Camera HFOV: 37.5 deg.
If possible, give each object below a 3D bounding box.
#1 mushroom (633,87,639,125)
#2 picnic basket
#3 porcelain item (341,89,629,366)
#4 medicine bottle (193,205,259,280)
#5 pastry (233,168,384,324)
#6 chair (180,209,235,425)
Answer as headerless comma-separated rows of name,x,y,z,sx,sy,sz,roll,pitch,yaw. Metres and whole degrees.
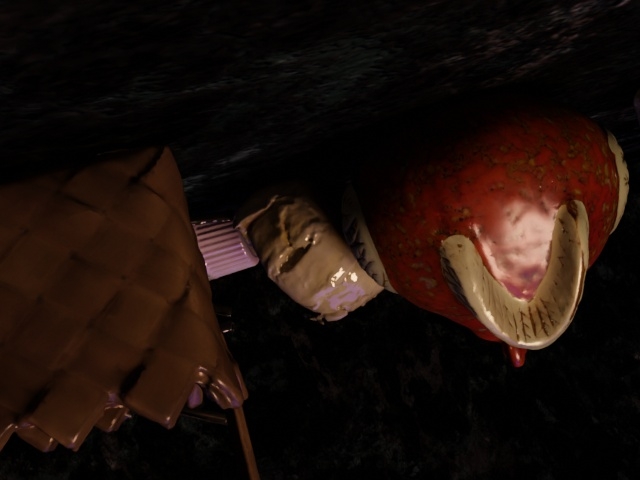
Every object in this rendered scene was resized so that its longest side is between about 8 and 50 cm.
mushroom,0.407,-0.133,0.986,0.096,0.099,0.278,-11,-176,41
picnic basket,-0.179,0.120,0.634,0.254,0.321,0.291,-11,174,-18
porcelain item,0.147,-0.001,0.804,0.253,0.253,0.253,-15,177,-1
medicine bottle,-0.167,0.020,1.000,0.203,0.083,0.083,-17,177,14
pastry,0.000,0.000,0.909,0.088,0.166,0.166,-43,165,23
chair,-0.203,0.078,0.880,0.247,0.158,0.172,2,-140,-4
